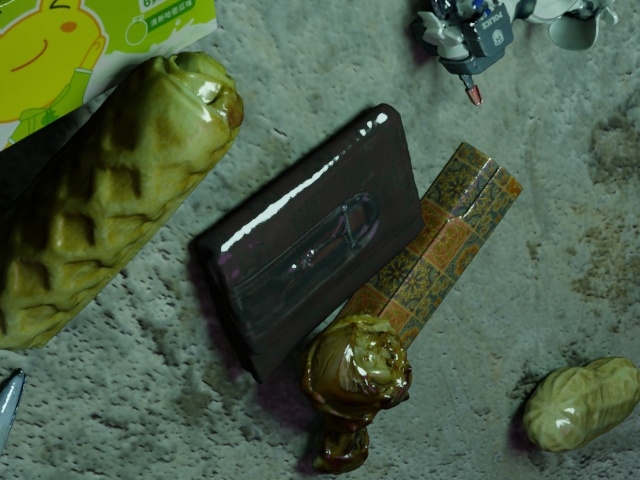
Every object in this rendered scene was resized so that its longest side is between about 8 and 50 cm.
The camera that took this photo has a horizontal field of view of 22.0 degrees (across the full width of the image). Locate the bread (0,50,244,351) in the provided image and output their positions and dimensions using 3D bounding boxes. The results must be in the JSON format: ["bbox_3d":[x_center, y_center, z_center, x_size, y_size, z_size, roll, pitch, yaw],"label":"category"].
[{"bbox_3d":[-0.155,-0.029,1.160,0.269,0.087,0.098,-44,164,21],"label":"bread"}]

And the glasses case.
[{"bbox_3d":[0.106,0.016,1.589,0.218,0.049,0.075,-54,144,-1],"label":"glasses case"}]

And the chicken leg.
[{"bbox_3d":[0.026,0.151,1.556,0.107,0.087,0.251,2,148,-5],"label":"chicken leg"}]

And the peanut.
[{"bbox_3d":[0.307,0.186,1.925,0.194,0.083,0.093,-24,99,-42],"label":"peanut"}]

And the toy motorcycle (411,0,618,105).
[{"bbox_3d":[0.179,-0.215,1.457,0.221,0.102,0.150,-36,119,-28],"label":"toy motorcycle"}]

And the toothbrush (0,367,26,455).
[{"bbox_3d":[-0.311,0.290,1.269,0.413,0.042,0.035,-70,157,-11],"label":"toothbrush"}]

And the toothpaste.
[{"bbox_3d":[-0.214,-0.132,1.092,0.327,0.077,0.110,-33,141,-26],"label":"toothpaste"}]

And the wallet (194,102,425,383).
[{"bbox_3d":[0.000,0.000,1.462,0.229,0.049,0.182,-41,139,-21],"label":"wallet"}]
